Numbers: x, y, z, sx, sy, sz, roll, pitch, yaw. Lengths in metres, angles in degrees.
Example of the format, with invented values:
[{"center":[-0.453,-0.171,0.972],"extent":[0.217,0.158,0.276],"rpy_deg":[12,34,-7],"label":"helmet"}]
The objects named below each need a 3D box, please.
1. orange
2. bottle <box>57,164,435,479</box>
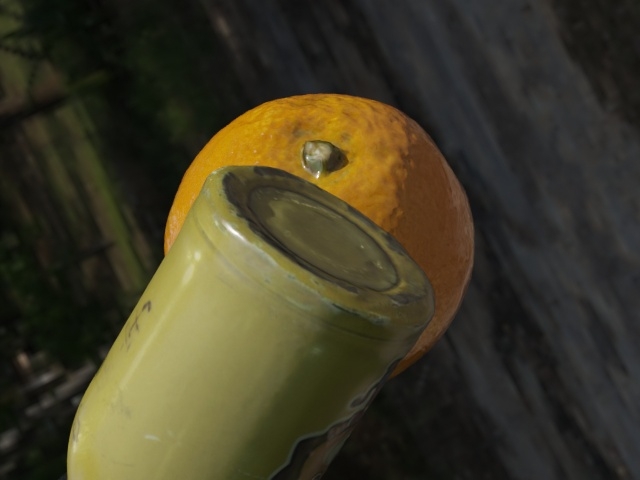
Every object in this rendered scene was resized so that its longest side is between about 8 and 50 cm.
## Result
[{"center":[0.000,0.000,1.803],"extent":[0.312,0.312,0.312],"rpy_deg":[62,175,10],"label":"orange"},{"center":[-0.079,0.134,1.226],"extent":[0.172,0.351,0.171],"rpy_deg":[27,-158,-12],"label":"bottle"}]
